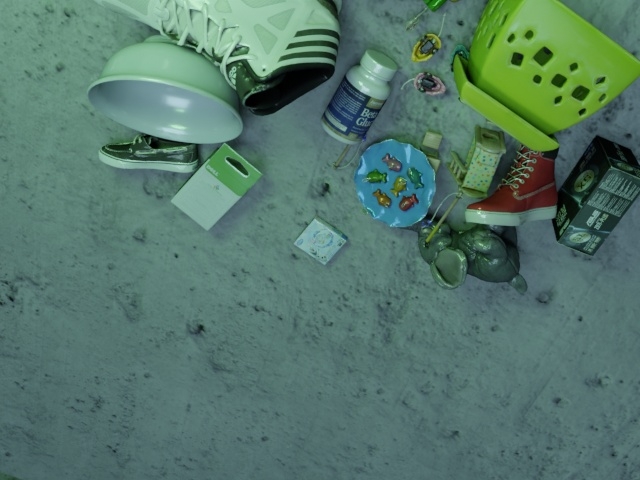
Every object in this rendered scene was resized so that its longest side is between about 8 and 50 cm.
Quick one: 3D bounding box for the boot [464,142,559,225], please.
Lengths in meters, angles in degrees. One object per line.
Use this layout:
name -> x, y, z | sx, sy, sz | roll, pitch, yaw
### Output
boot -> 0.362, -0.120, 1.208 | 0.088, 0.244, 0.176 | 16, 111, 49

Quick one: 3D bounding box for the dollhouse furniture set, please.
dollhouse furniture set -> 0.273, -0.194, 1.248 | 0.161, 0.101, 0.181 | 15, 124, 3

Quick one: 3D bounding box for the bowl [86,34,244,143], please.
bowl -> -0.285, -0.302, 1.247 | 0.298, 0.133, 0.298 | 8, 168, 2

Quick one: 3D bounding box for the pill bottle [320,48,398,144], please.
pill bottle -> 0.077, -0.277, 1.242 | 0.094, 0.094, 0.169 | 28, 124, -6

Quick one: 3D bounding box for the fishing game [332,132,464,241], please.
fishing game -> 0.145, -0.112, 1.317 | 0.264, 0.041, 0.189 | 43, 126, 10

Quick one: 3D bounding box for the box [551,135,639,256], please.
box -> 0.525, -0.086, 1.236 | 0.078, 0.147, 0.180 | 22, 124, -3

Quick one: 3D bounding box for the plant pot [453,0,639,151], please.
plant pot -> 0.354, -0.293, 1.080 | 0.228, 0.227, 0.207 | 32, 118, -11

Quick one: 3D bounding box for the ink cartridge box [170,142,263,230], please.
ink cartridge box -> -0.223, -0.127, 1.422 | 0.109, 0.062, 0.209 | 41, 121, -14

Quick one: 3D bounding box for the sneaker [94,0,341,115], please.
sneaker -> -0.176, -0.357, 1.075 | 0.448, 0.257, 0.169 | 5, 150, -12

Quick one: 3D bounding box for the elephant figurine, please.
elephant figurine -> 0.289, 0.021, 1.371 | 0.240, 0.185, 0.169 | -14, 152, 32

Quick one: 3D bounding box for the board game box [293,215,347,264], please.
board game box -> 0.000, 0.000, 1.480 | 0.090, 0.020, 0.090 | 35, 123, -11

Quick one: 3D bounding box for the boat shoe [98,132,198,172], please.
boat shoe -> -0.376, -0.199, 1.406 | 0.220, 0.077, 0.070 | 4, 124, 0

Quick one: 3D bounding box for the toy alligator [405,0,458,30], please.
toy alligator -> 0.218, -0.447, 1.134 | 0.190, 0.056, 0.051 | -31, 69, 29

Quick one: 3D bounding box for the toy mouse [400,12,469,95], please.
toy mouse -> 0.231, -0.324, 1.218 | 0.143, 0.031, 0.161 | 38, 122, -12
